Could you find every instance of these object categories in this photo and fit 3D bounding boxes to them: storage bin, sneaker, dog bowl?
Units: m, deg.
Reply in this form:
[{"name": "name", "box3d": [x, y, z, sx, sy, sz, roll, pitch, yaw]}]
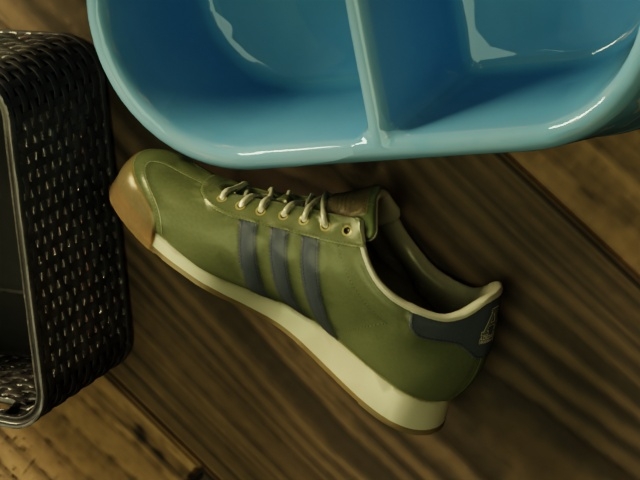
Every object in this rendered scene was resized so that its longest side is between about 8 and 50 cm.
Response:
[{"name": "storage bin", "box3d": [-0.173, -0.009, 0.963, 0.122, 0.084, 0.180, 6, 110, 27]}, {"name": "sneaker", "box3d": [0.000, 0.000, 0.889, 0.192, 0.064, 0.086, 37, 120, 5]}, {"name": "dog bowl", "box3d": [0.029, -0.109, 0.824, 0.297, 0.074, 0.166, -3, 107, 28]}]
